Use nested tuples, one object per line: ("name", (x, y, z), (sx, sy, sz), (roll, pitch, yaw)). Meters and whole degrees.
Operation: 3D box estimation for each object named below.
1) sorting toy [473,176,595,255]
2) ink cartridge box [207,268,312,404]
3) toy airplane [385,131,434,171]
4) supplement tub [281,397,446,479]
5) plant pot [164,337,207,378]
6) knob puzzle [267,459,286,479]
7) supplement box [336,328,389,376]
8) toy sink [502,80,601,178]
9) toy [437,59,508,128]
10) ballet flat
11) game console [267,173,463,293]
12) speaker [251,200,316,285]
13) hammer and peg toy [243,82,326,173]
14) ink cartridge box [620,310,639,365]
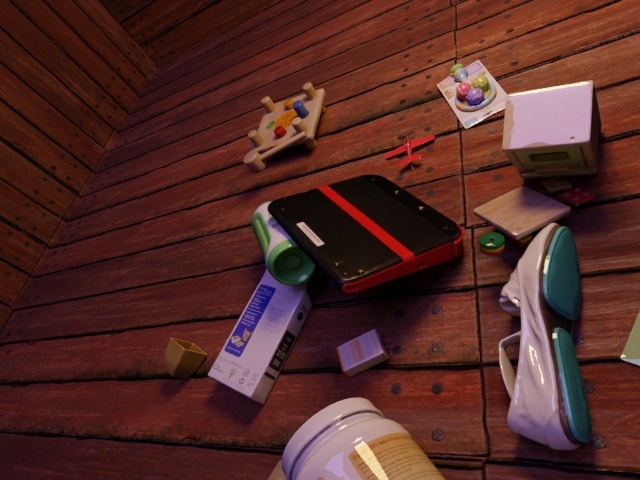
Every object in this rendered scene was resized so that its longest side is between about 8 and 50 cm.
("sorting toy", (0.425, -0.052, 0.912), (0.274, 0.046, 0.132), (-25, 33, -9))
("ink cartridge box", (-0.134, 0.220, 1.098), (0.165, 0.065, 0.332), (10, 64, 40))
("toy airplane", (0.249, -0.253, 1.233), (0.151, 0.028, 0.151), (-21, 46, 23))
("supplement tub", (0.094, 0.421, 0.651), (0.228, 0.228, 0.316), (-43, 43, -2))
("plant pot", (-0.373, 0.323, 1.177), (0.081, 0.081, 0.083), (17, 79, 43))
("knob puzzle", (-0.055, 0.541, 0.805), (0.213, 0.030, 0.213), (-19, 46, 22))
("supplement box", (0.090, 0.242, 0.938), (0.098, 0.036, 0.062), (-29, 44, 13))
("toy sink", (0.492, -0.210, 0.916), (0.153, 0.234, 0.131), (2, 82, 36))
("toy", (0.424, -0.431, 1.231), (0.137, 0.056, 0.237), (-27, 45, 17))
("ballet flat", (0.374, 0.146, 0.762), (0.139, 0.139, 0.400), (-6, 54, 32))
("game console", (0.099, -0.036, 1.025), (0.342, 0.060, 0.386), (-19, 37, -22))
("speaker", (-0.102, -0.002, 1.135), (0.131, 0.131, 0.296), (-39, 30, 3))
("hammer and peg toy", (-0.118, -0.377, 1.524), (0.266, 0.127, 0.361), (-8, 52, 28))
("ink cartridge box", (0.599, 0.106, 0.674), (0.171, 0.056, 0.235), (19, 67, 43))
